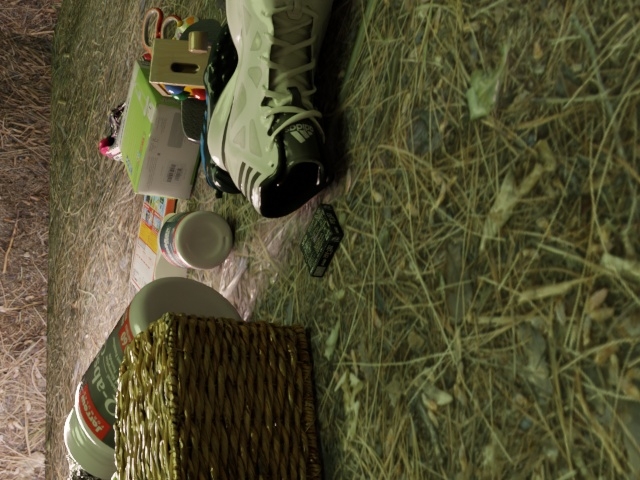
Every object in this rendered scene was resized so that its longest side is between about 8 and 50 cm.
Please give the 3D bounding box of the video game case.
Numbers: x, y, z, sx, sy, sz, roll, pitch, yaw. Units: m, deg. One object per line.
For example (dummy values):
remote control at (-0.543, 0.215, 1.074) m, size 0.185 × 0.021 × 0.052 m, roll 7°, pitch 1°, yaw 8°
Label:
video game case at (-0.388, -0.014, 2.040) m, size 0.204 × 0.025 × 0.285 m, roll 30°, pitch 111°, yaw 63°

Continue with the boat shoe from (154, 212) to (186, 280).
boat shoe at (-0.317, 0.036, 1.840) m, size 0.063 × 0.066 × 0.184 m, roll 120°, pitch 147°, yaw -65°

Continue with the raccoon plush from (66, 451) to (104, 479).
raccoon plush at (-0.360, 0.491, 1.768) m, size 0.447 × 0.216 × 0.299 m, roll -4°, pitch 63°, yaw 35°

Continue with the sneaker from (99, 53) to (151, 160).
sneaker at (-0.461, -0.320, 2.172) m, size 0.299 × 0.112 × 0.121 m, roll -68°, pitch 29°, yaw 28°

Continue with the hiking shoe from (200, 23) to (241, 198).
hiking shoe at (-0.168, -0.230, 1.532) m, size 0.132 × 0.113 × 0.304 m, roll -2°, pitch 82°, yaw 64°

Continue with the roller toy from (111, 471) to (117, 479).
roller toy at (-0.206, 0.349, 1.379) m, size 0.209 × 0.191 × 0.146 m, roll 57°, pitch -161°, yaw -57°

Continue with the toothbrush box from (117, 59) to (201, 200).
toothbrush box at (-0.345, -0.242, 1.897) m, size 0.283 × 0.122 × 0.206 m, roll 53°, pitch 131°, yaw 55°

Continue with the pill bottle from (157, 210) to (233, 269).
pill bottle at (-0.241, 0.000, 1.635) m, size 0.180 × 0.108 × 0.107 m, roll 179°, pitch 97°, yaw -65°

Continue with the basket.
basket at (-0.148, 0.272, 1.215) m, size 0.213 × 0.223 × 0.299 m, roll -38°, pitch 51°, yaw 47°

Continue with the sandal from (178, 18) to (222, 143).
sandal at (-0.240, -0.315, 1.743) m, size 0.054 × 0.097 × 0.254 m, roll 86°, pitch -172°, yaw -82°

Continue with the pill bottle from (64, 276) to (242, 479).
pill bottle at (-0.293, 0.248, 1.506) m, size 0.363 × 0.210 × 0.210 m, roll -52°, pitch 38°, yaw 33°

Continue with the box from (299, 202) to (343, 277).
box at (0.000, 0.000, 1.233) m, size 0.083 × 0.018 × 0.067 m, roll -65°, pitch 31°, yaw 34°

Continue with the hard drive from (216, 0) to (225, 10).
hard drive at (-0.117, -0.476, 1.424) m, size 0.172 × 0.054 × 0.254 m, roll 37°, pitch 143°, yaw 36°

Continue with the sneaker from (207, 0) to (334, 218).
sneaker at (-0.028, -0.228, 1.235) m, size 0.257 × 0.169 × 0.447 m, roll 54°, pitch 140°, yaw 43°

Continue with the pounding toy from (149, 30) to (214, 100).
pounding toy at (-0.217, -0.311, 1.606) m, size 0.206 × 0.181 × 0.094 m, roll 58°, pitch -142°, yaw -87°

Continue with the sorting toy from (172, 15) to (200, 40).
sorting toy at (-0.286, -0.441, 1.931) m, size 0.075 × 0.045 × 0.083 m, roll 48°, pitch 129°, yaw 34°

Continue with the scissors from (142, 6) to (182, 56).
scissors at (-0.386, -0.399, 2.080) m, size 0.109 × 0.021 × 0.297 m, roll 13°, pitch 101°, yaw 20°
